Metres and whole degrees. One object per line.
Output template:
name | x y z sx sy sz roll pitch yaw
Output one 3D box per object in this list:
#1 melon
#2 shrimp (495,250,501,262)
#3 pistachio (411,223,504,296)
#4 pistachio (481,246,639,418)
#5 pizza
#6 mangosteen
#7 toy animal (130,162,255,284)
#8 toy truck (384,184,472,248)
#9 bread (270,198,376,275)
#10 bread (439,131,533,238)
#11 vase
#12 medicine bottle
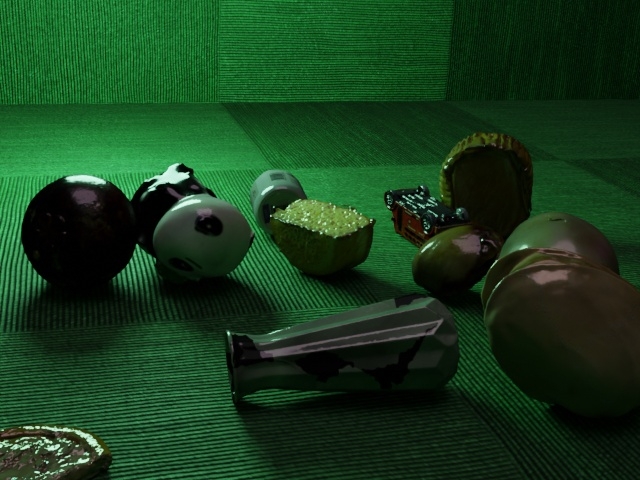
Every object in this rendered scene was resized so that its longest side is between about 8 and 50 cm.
melon | 0.446 0.063 1.610 0.223 0.223 0.317 7 15 10
shrimp | 0.390 0.016 2.001 0.091 0.034 0.161 7 22 12
pistachio | 0.284 0.041 1.754 0.210 0.130 0.165 -27 48 30
pistachio | 0.401 0.150 1.363 0.321 0.238 0.229 33 15 -5
pizza | -0.409 0.306 1.113 0.181 0.034 0.262 14 23 25
mangosteen | -0.472 -0.016 1.736 0.231 0.231 0.289 6 -1 7
toy animal | -0.271 -0.013 1.766 0.212 0.213 0.266 -12 36 -35
toy truck | 0.249 -0.047 2.041 0.107 0.114 0.252 -9 25 -24
bread | 0.000 0.000 1.844 0.229 0.140 0.143 20 28 39
bread | 0.407 -0.135 2.103 0.227 0.254 0.142 -1 17 14
vase | 0.033 0.177 1.364 0.360 0.165 0.165 -5 21 -11
medicine bottle | -0.105 -0.102 2.109 0.135 0.135 0.215 0 21 -9
